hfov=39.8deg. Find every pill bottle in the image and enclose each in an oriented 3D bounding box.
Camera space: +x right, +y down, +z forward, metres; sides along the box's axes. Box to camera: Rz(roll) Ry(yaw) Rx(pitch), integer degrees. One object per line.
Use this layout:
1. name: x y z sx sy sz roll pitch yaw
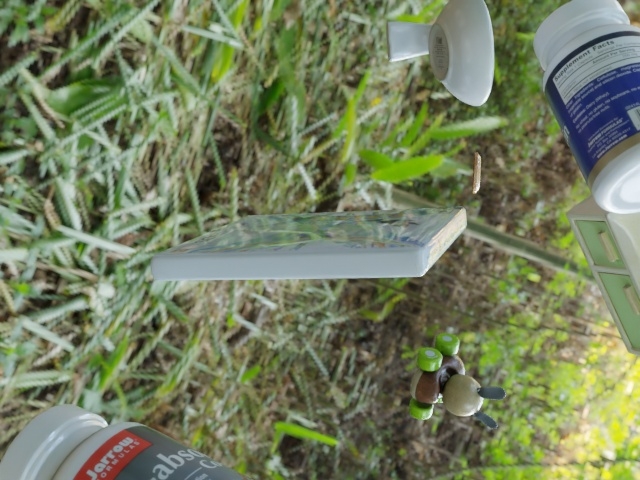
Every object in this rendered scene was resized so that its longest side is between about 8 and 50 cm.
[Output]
1. pill bottle: -0.209 0.349 1.079 0.210 0.363 0.210 -46 146 -43
2. pill bottle: 0.378 -0.179 1.132 0.153 0.153 0.264 85 -9 -59

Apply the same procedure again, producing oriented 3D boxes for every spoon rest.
1. spoon rest: 0.164 -0.249 1.118 0.276 0.084 0.137 -132 -146 -68

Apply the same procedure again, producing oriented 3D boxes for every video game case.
1. video game case: 0.000 0.000 1.126 0.300 0.329 0.036 -32 119 -69

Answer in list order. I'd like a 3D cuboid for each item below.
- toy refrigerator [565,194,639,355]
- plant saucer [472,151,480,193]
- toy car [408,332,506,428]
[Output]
1. toy refrigerator: 0.494 0.055 1.389 0.094 0.269 0.102 -32 -165 -18
2. plant saucer: 0.315 -0.136 1.780 0.083 0.013 0.083 3 90 -83
3. toy car: 0.296 0.311 1.845 0.149 0.188 0.155 -30 133 -48
